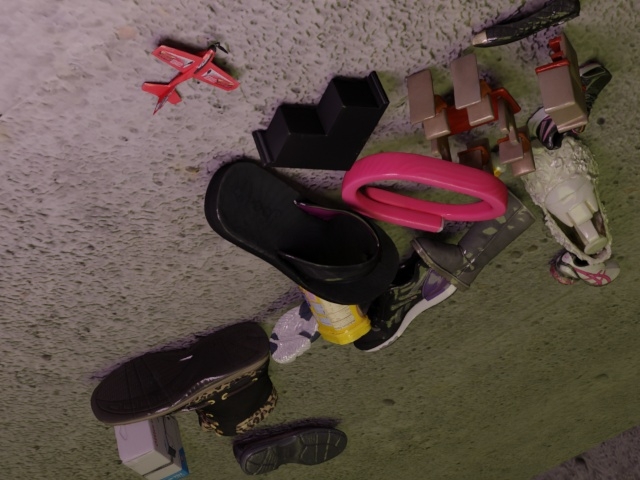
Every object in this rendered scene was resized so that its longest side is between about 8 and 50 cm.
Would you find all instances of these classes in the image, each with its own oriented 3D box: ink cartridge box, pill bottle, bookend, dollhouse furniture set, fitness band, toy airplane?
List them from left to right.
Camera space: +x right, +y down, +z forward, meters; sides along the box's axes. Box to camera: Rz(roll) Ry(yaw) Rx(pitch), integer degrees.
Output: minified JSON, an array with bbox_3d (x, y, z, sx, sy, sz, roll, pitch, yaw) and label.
[{"bbox_3d":[-0.372,0.441,2.231,0.082,0.139,0.190,-22,148,5],"label":"ink cartridge box"},{"bbox_3d":[-0.190,-0.232,1.437,0.151,0.028,0.151,-13,146,-9],"label":"toy airplane"},{"bbox_3d":[-0.002,-0.187,1.569,0.157,0.072,0.156,0,142,-28],"label":"bookend"},{"bbox_3d":[0.178,-0.079,1.747,0.291,0.054,0.209,11,161,-17],"label":"fitness band"},{"bbox_3d":[0.309,-0.131,1.852,0.043,0.043,0.083,16,133,-43],"label":"pill bottle"},{"bbox_3d":[0.293,-0.222,1.652,0.259,0.135,0.262,-17,152,25],"label":"dollhouse furniture set"}]

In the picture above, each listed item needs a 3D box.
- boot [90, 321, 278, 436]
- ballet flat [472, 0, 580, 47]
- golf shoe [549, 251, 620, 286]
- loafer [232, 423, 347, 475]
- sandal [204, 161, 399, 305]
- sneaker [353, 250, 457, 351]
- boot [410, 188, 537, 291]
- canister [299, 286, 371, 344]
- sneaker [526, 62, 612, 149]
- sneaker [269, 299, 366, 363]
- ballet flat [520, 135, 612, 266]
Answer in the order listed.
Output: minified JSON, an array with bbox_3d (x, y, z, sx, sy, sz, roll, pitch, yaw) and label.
[{"bbox_3d":[-0.265,0.329,2.136,0.377,0.138,0.284,-25,148,-8],"label":"boot"},{"bbox_3d":[0.313,-0.337,1.562,0.173,0.049,0.057,-20,-176,5],"label":"ballet flat"},{"bbox_3d":[0.609,0.058,2.280,0.186,0.067,0.086,1,141,-30],"label":"golf shoe"},{"bbox_3d":[-0.078,0.513,2.576,0.302,0.095,0.109,-6,115,-30],"label":"loafer"},{"bbox_3d":[-0.001,0.002,1.721,0.107,0.167,0.446,-1,162,45],"label":"sandal"},{"bbox_3d":[0.146,0.113,2.097,0.124,0.107,0.283,30,118,-34],"label":"sneaker"},{"bbox_3d":[0.296,-0.017,1.961,0.208,0.076,0.190,-46,130,14],"label":"boot"},{"bbox_3d":[0.014,0.098,1.883,0.073,0.170,0.126,-31,-166,-19],"label":"canister"},{"bbox_3d":[0.443,-0.224,1.759,0.072,0.077,0.178,5,139,-36],"label":"sneaker"},{"bbox_3d":[0.011,0.161,2.046,0.153,0.094,0.235,24,100,-50],"label":"sneaker"},{"bbox_3d":[0.500,-0.067,1.974,0.147,0.147,0.409,-29,146,13],"label":"ballet flat"}]
